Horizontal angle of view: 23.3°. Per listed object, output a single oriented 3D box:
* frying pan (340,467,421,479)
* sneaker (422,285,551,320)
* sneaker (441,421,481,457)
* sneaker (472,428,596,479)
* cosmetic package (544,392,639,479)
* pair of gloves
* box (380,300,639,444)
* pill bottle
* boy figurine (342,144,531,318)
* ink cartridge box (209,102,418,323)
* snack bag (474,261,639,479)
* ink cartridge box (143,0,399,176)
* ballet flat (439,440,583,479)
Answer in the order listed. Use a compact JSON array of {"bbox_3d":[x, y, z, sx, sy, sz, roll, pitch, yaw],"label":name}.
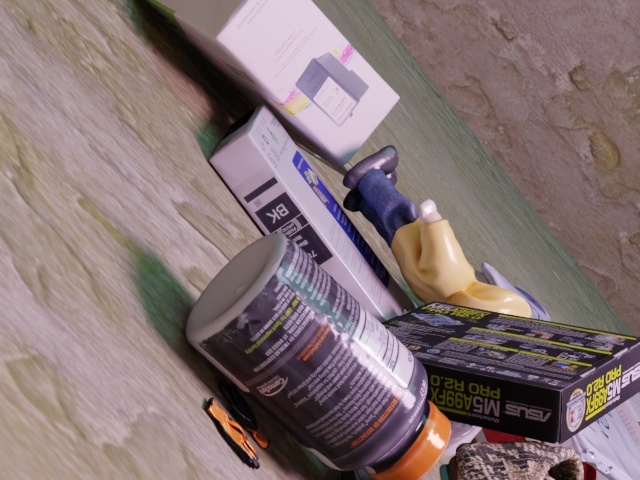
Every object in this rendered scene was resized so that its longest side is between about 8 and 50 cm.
[{"bbox_3d":[0.045,0.222,1.508,0.326,0.053,0.197,57,15,7],"label":"frying pan"},{"bbox_3d":[0.238,0.104,2.257,0.236,0.130,0.323,54,19,-28],"label":"sneaker"},{"bbox_3d":[0.163,0.182,1.856,0.111,0.129,0.297,14,27,8],"label":"sneaker"},{"bbox_3d":[0.284,0.282,2.019,0.087,0.128,0.221,31,30,-62],"label":"sneaker"},{"bbox_3d":[0.454,0.331,2.432,0.151,0.151,0.184,33,27,-56],"label":"cosmetic package"},{"bbox_3d":[-0.070,0.158,1.351,0.074,0.010,0.083,54,13,-8],"label":"pair of gloves"},{"bbox_3d":[0.181,0.134,1.648,0.216,0.270,0.060,-18,112,-55],"label":"box"},{"bbox_3d":[0.007,0.118,1.394,0.245,0.130,0.130,44,17,-17],"label":"pill bottle"},{"bbox_3d":[0.137,0.016,1.850,0.285,0.092,0.177,48,-18,25],"label":"boy figurine"},{"bbox_3d":[0.000,0.000,1.835,0.333,0.065,0.165,52,14,-10],"label":"ink cartridge box"},{"bbox_3d":[0.345,0.217,2.064,0.323,0.037,0.342,40,19,-46],"label":"snack bag"},{"bbox_3d":[-0.045,-0.223,1.926,0.207,0.119,0.353,35,-6,45],"label":"ink cartridge box"},{"bbox_3d":[0.194,0.332,1.347,0.483,0.182,0.164,-81,156,-59],"label":"ballet flat"}]
